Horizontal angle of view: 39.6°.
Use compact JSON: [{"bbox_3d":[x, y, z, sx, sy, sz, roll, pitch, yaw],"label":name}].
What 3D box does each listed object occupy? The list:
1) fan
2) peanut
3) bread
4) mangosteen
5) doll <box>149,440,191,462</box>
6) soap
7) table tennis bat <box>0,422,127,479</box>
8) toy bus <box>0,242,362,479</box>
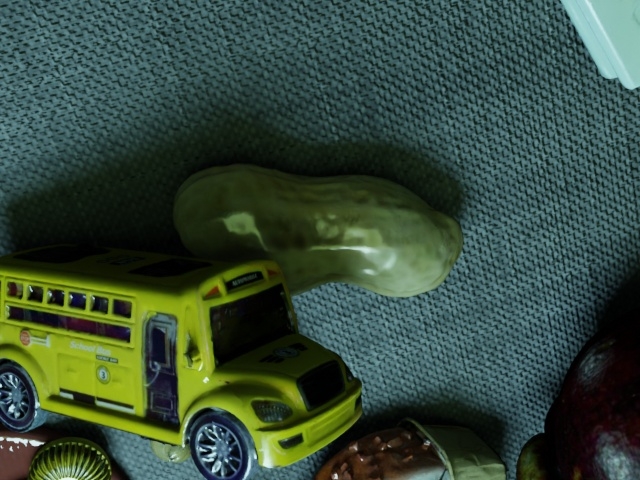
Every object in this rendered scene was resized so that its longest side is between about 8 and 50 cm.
[{"bbox_3d":[-0.282,0.262,0.892,0.155,0.039,0.082,-33,112,2],"label":"fan"},{"bbox_3d":[0.000,0.000,0.819,0.274,0.111,0.125,7,116,-10],"label":"peanut"},{"bbox_3d":[0.085,0.299,0.950,0.211,0.142,0.224,-6,114,-21],"label":"bread"},{"bbox_3d":[0.341,0.221,0.865,0.347,0.307,0.307,-33,114,22],"label":"mangosteen"},{"bbox_3d":[-0.116,0.175,0.838,0.093,0.051,0.062,-30,112,-18],"label":"doll"},{"bbox_3d":[0.264,-0.248,0.775,0.119,0.066,0.198,-36,113,6],"label":"soap"},{"bbox_3d":[-0.398,0.325,0.936,0.414,0.051,0.268,-12,113,-4],"label":"table tennis bat"},{"bbox_3d":[-0.132,0.086,0.732,0.331,0.145,0.151,5,101,31],"label":"toy bus"}]
